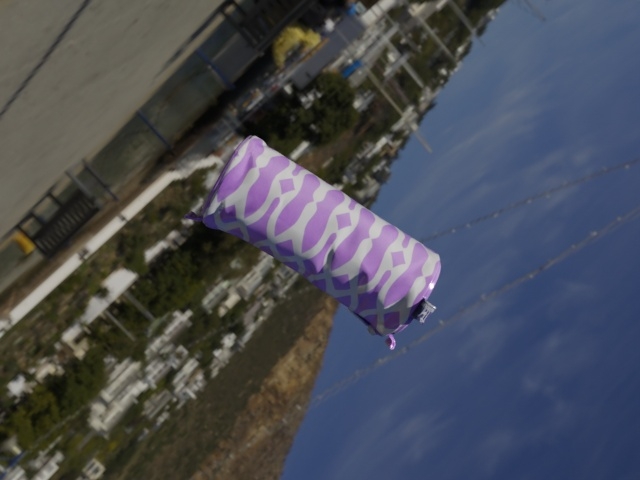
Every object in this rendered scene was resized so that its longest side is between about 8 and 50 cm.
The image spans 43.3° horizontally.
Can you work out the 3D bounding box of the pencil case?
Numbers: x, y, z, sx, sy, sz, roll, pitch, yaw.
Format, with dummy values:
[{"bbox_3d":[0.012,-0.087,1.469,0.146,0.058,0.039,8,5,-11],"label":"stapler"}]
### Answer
[{"bbox_3d":[0.000,0.000,0.659,0.088,0.206,0.086,-56,-179,12],"label":"pencil case"}]
